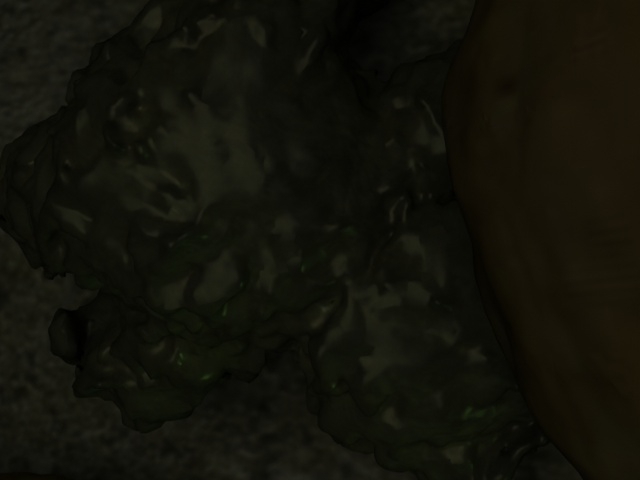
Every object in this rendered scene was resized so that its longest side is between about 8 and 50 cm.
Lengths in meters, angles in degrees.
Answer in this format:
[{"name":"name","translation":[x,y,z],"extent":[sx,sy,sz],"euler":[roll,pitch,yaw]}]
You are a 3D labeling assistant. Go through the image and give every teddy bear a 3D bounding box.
[{"name":"teddy bear","translation":[0.000,0.000,0.884],"extent":[0.357,0.224,0.367],"euler":[-42,91,12]}]

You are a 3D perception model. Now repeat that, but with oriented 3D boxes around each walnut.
[{"name":"walnut","translation":[0.228,-0.045,0.652],"extent":[0.381,0.381,0.381],"euler":[-1,88,19]}]

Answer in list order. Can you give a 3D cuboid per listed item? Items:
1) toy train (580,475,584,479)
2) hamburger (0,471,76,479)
[{"name":"toy train","translation":[0.181,0.159,0.886],"extent":[0.017,0.017,0.083],"euler":[-39,76,17]},{"name":"hamburger","translation":[-0.208,0.295,0.945],"extent":[0.318,0.158,0.319],"euler":[0,89,20]}]
